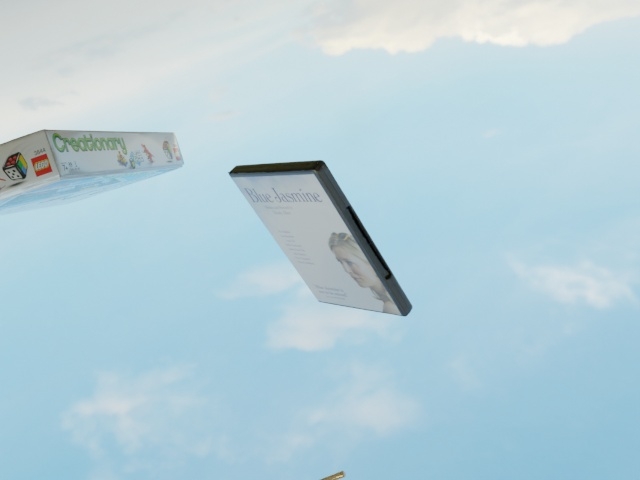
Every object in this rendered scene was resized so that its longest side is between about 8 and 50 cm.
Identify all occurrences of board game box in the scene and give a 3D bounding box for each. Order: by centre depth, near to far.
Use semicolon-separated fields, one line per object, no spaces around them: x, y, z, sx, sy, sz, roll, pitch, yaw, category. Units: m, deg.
-0.308;-0.077;0.776;0.192;0.053;0.305;-16;-175;12;board game box

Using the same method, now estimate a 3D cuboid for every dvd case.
0.000;0.000;0.881;0.180;0.253;0.022;4;-134;49;dvd case

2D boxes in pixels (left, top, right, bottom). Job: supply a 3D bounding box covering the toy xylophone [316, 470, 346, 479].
-0.026;0.510;1.075;0.322;0.081;0.236;-24;-154;28;toy xylophone
